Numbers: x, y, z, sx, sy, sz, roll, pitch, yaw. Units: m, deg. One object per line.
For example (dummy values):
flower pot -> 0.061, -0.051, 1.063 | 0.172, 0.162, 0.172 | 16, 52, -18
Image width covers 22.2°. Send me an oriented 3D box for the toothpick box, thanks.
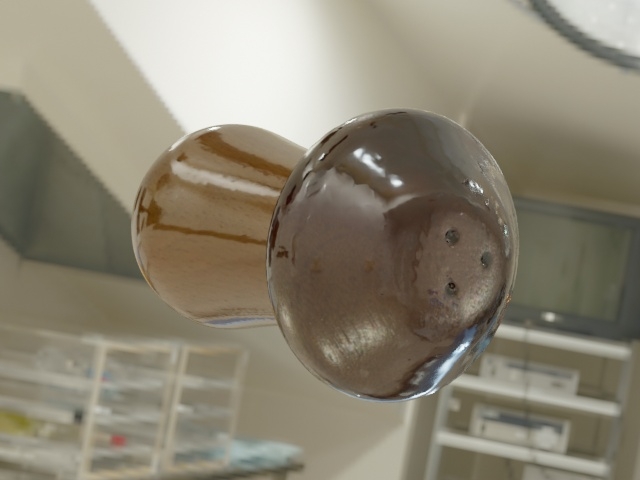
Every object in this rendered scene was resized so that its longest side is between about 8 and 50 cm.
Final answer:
toothpick box -> 0.000, 0.000, 1.122 | 0.192, 0.192, 0.294 | 10, 0, -37
